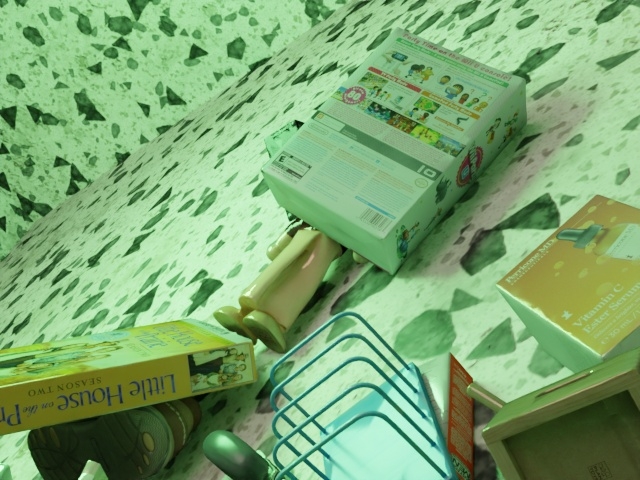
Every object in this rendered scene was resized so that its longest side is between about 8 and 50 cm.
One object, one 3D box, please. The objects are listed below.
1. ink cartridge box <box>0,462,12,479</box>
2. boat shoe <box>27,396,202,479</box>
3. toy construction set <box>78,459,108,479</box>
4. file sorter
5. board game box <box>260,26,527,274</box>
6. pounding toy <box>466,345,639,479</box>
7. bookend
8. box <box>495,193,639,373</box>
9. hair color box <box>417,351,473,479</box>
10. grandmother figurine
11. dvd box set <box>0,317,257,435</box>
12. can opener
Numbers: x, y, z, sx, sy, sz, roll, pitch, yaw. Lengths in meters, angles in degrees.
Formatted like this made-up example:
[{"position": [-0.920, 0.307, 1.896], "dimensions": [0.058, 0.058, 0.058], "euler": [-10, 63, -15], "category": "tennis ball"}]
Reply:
[{"position": [-0.489, 0.396, 1.066], "dimensions": [0.060, 0.239, 0.275], "euler": [7, 33, 3], "category": "ink cartridge box"}, {"position": [-0.282, 0.274, 1.117], "dimensions": [0.324, 0.123, 0.116], "euler": [-17, 5, 39], "category": "boat shoe"}, {"position": [-0.098, 0.276, 0.591], "dimensions": [0.327, 0.151, 0.215], "euler": [8, 70, 24], "category": "toy construction set"}, {"position": [0.024, 0.158, 0.703], "dimensions": [0.118, 0.104, 0.170], "euler": [-40, 21, 12], "category": "file sorter"}, {"position": [0.103, -0.131, 1.114], "dimensions": [0.224, 0.097, 0.303], "euler": [33, 72, 31], "category": "board game box"}, {"position": [0.177, 0.143, 0.559], "dimensions": [0.141, 0.130, 0.100], "euler": [-30, -8, 25], "category": "pounding toy"}, {"position": [-0.004, -0.108, 1.394], "dimensions": [0.072, 0.156, 0.157], "euler": [-28, 69, 30], "category": "bookend"}, {"position": [0.250, 0.051, 0.670], "dimensions": [0.130, 0.091, 0.170], "euler": [-42, 22, -2], "category": "box"}, {"position": [0.100, 0.174, 0.748], "dimensions": [0.072, 0.043, 0.141], "euler": [-30, 23, 27], "category": "hair color box"}, {"position": [0.000, 0.000, 1.172], "dimensions": [0.208, 0.104, 0.342], "euler": [11, 55, 39], "category": "grandmother figurine"}, {"position": [-0.330, 0.176, 1.075], "dimensions": [0.420, 0.062, 0.307], "euler": [-8, 4, -23], "category": "dvd box set"}, {"position": [-0.054, 0.261, 0.764], "dimensions": [0.076, 0.095, 0.283], "euler": [-46, 22, -10], "category": "can opener"}]
